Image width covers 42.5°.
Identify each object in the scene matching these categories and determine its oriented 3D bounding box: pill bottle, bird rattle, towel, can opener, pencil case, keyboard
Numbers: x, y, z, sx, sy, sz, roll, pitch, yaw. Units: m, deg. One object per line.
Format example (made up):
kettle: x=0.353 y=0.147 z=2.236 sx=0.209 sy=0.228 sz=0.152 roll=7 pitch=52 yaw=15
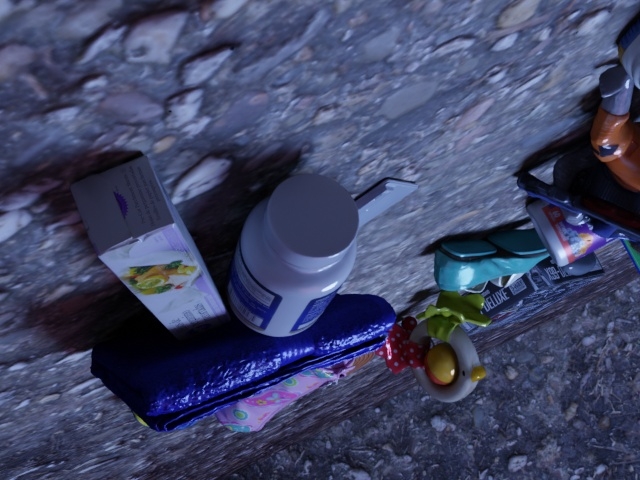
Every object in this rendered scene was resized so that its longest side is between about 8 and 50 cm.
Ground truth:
pill bottle: x=0.419 y=-0.050 z=1.230 sx=0.194 sy=0.108 sz=0.108 roll=-28 pitch=163 yaw=9
bird rattle: x=0.214 y=0.214 z=1.581 sx=0.143 sy=0.207 sz=0.253 roll=-5 pitch=150 yaw=-44
towel: x=-0.092 y=0.126 z=0.958 sx=0.308 sy=0.076 sz=0.228 roll=-15 pitch=-170 yaw=-27
can opener: x=0.404 y=0.020 z=1.463 sx=0.280 sy=0.093 sz=0.074 roll=-6 pitch=156 yaw=-36
pill bottle: x=-0.027 y=0.015 z=0.802 sx=0.112 sy=0.112 sz=0.186 roll=-18 pitch=162 yaw=-22
pencil case: x=-0.063 y=0.216 z=1.338 sx=0.124 sy=0.124 sz=0.284 roll=-6 pitch=156 yaw=-46
keyboard: x=0.000 y=0.000 z=0.970 sx=0.256 sy=0.014 sz=0.072 roll=-34 pitch=166 yaw=29

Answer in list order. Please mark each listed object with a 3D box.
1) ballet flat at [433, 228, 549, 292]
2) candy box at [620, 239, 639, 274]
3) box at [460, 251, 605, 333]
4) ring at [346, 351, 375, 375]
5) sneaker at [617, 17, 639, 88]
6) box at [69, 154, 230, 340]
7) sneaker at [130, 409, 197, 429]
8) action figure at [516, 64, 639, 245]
ballet flat: x=0.269 y=0.036 z=1.305 sx=0.247 sy=0.083 sz=0.087 roll=-7 pitch=122 yaw=-36
candy box: x=0.719 y=0.062 z=1.618 sx=0.122 sy=0.317 sz=0.268 roll=-35 pitch=160 yaw=29
box: x=0.444 y=0.114 z=1.806 sx=0.307 sy=0.076 sz=0.242 roll=-7 pitch=156 yaw=-44
ring: x=-0.054 y=0.267 z=1.620 sx=0.337 sy=0.032 sz=0.336 roll=-18 pitch=160 yaw=-7
sneaker: x=0.388 y=-0.203 z=0.699 sx=0.112 sy=0.131 sz=0.296 roll=-16 pitch=159 yaw=-22
box: x=-0.140 y=0.023 z=0.747 sx=0.063 sy=0.067 sz=0.324 roll=-22 pitch=164 yaw=-6
sneaker: x=-0.221 y=0.257 z=1.327 sx=0.082 sy=0.069 sz=0.209 roll=-32 pitch=162 yaw=9
action figure: x=0.431 y=-0.070 z=0.988 sx=0.178 sy=0.341 sz=0.330 roll=-61 pitch=171 yaw=-6
